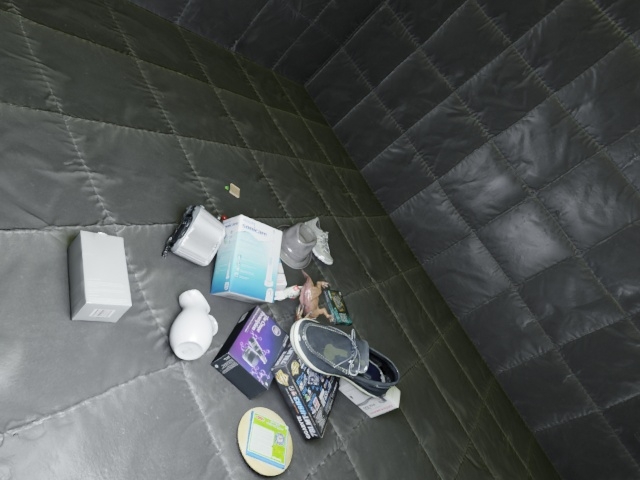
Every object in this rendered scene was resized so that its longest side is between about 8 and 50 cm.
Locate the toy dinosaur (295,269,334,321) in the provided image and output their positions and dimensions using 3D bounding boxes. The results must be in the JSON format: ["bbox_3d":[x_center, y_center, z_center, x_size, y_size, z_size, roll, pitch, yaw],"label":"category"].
[{"bbox_3d":[-0.051,0.259,1.700,0.200,0.127,0.296,13,68,-59],"label":"toy dinosaur"}]

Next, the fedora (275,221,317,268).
[{"bbox_3d":[-0.107,0.003,2.018,0.244,0.124,0.275,50,27,-2],"label":"fedora"}]

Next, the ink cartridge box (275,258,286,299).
[{"bbox_3d":[-0.208,0.159,1.708,0.104,0.060,0.180,-2,54,-26],"label":"ink cartridge box"}]

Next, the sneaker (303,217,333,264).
[{"bbox_3d":[0.000,0.000,2.174,0.281,0.115,0.105,60,14,16],"label":"sneaker"}]

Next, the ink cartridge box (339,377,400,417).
[{"bbox_3d":[0.207,0.631,1.708,0.218,0.158,0.092,44,33,-15],"label":"ink cartridge box"}]

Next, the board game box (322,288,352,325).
[{"bbox_3d":[0.085,0.334,2.023,0.126,0.026,0.186,17,43,-47],"label":"board game box"}]

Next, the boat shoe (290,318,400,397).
[{"bbox_3d":[0.101,0.421,1.478,0.500,0.156,0.187,38,40,-25],"label":"boat shoe"}]

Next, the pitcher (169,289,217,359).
[{"bbox_3d":[-0.387,0.283,1.279,0.178,0.125,0.207,53,11,-33],"label":"pitcher"}]

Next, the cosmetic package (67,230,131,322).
[{"bbox_3d":[-0.625,0.099,1.138,0.127,0.107,0.238,17,40,-48],"label":"cosmetic package"}]

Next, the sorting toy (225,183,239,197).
[{"bbox_3d":[-0.426,-0.246,1.950,0.083,0.012,0.062,35,36,-36],"label":"sorting toy"}]

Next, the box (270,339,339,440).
[{"bbox_3d":[-0.042,0.500,1.470,0.293,0.073,0.295,65,21,-10],"label":"box"}]

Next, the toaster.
[{"bbox_3d":[-0.447,-0.006,1.455,0.146,0.129,0.227,35,73,-32],"label":"toaster"}]

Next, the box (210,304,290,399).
[{"bbox_3d":[-0.231,0.380,1.406,0.184,0.103,0.261,48,27,-13],"label":"box"}]

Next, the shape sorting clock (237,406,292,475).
[{"bbox_3d":[-0.172,0.625,1.264,0.206,0.040,0.206,34,32,-24],"label":"shape sorting clock"}]

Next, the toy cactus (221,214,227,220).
[{"bbox_3d":[-0.388,-0.005,1.642,0.180,0.112,0.219,55,17,-17],"label":"toy cactus"}]

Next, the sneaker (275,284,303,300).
[{"bbox_3d":[-0.137,0.220,1.765,0.161,0.075,0.057,7,51,-54],"label":"sneaker"}]

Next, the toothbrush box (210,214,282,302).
[{"bbox_3d":[-0.277,0.079,1.550,0.216,0.126,0.296,22,65,-43],"label":"toothbrush box"}]
